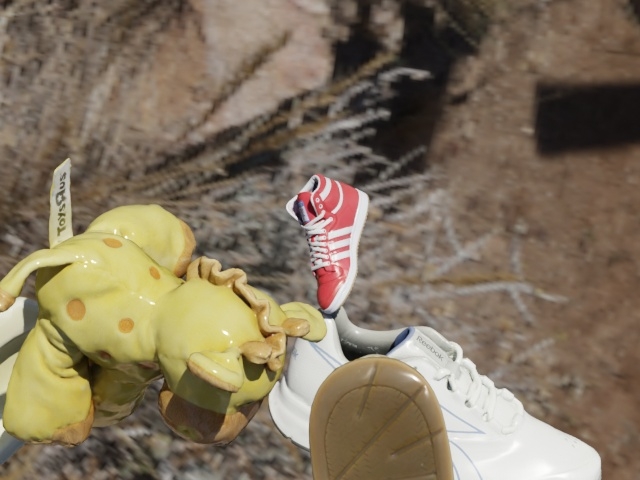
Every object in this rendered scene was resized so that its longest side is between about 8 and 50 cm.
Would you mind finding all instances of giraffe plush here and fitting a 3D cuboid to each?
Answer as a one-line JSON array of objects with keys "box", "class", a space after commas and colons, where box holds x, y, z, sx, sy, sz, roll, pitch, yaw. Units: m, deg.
[{"box": [-0.093, 0.060, 1.113, 0.181, 0.170, 0.210, -54, 156, -35], "class": "giraffe plush"}]

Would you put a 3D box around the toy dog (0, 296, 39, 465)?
[{"box": [-0.421, 0.071, 1.316, 0.284, 0.408, 0.395, 35, 85, -35], "class": "toy dog"}]

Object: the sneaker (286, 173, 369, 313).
[{"box": [0.000, 0.000, 1.479, 0.067, 0.042, 0.118, 27, 61, -31], "class": "sneaker"}]

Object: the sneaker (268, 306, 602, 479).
[{"box": [0.102, 0.149, 1.486, 0.297, 0.111, 0.129, 18, 120, 7], "class": "sneaker"}]

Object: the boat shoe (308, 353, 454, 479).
[{"box": [0.046, 0.218, 1.040, 0.109, 0.098, 0.302, -6, 89, 4], "class": "boat shoe"}]
